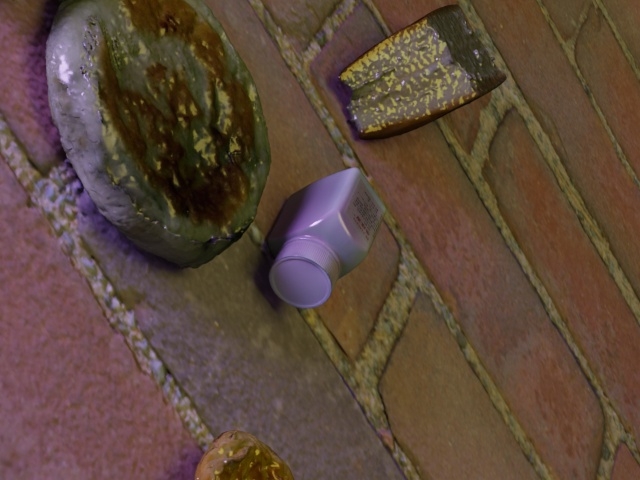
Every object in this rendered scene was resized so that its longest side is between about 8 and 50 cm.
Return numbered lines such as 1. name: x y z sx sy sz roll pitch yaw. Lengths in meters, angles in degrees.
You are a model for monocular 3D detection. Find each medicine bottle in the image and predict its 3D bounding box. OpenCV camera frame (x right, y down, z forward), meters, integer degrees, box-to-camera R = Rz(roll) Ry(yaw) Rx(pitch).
1. medicine bottle: 0.000 0.000 1.373 0.055 0.074 0.118 56 31 -21

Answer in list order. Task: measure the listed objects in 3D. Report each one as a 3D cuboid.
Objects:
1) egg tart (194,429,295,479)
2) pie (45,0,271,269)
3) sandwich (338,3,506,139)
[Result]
1. egg tart: -0.052 0.197 1.179 0.130 0.052 0.130 37 40 -40
2. pie: -0.117 -0.094 1.269 0.240 0.054 0.240 34 45 -43
3. sandwich: 0.106 -0.164 1.649 0.094 0.096 0.258 60 27 -2
